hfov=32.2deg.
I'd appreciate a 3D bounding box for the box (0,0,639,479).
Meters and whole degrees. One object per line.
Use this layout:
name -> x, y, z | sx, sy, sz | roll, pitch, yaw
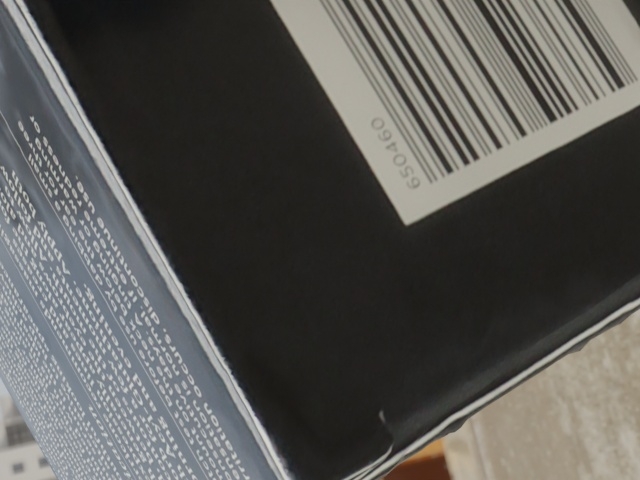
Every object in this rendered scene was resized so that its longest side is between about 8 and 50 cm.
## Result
box -> 0.000, 0.000, 0.562 | 0.212, 0.293, 0.395 | 59, 155, 8
